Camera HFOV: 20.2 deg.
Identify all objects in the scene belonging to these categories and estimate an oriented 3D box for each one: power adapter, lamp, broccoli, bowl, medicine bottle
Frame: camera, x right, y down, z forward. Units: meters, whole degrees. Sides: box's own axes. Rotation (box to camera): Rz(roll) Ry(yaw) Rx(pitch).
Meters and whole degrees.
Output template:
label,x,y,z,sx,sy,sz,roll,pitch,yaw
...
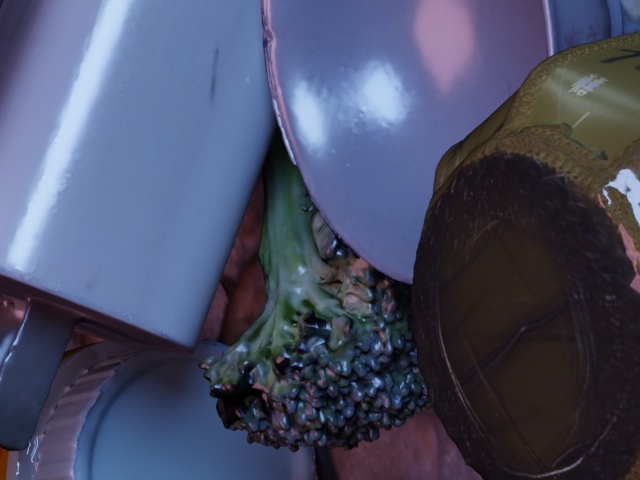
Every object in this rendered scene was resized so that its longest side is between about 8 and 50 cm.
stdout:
label,x,y,z,sx,sy,sz,roll,pitch,yaw
power adapter,-0.108,-0.026,0.840,0.187,0.124,0.255,-5,64,69
lamp,0.131,0.013,0.533,0.161,0.185,0.161,22,117,52
broccoli,-0.002,0.001,0.834,0.118,0.122,0.204,-29,53,26
bowl,0.061,-0.079,0.705,0.189,0.086,0.189,24,119,53
medicine bottle,-0.137,0.142,1.034,0.318,0.158,0.158,-19,84,58
